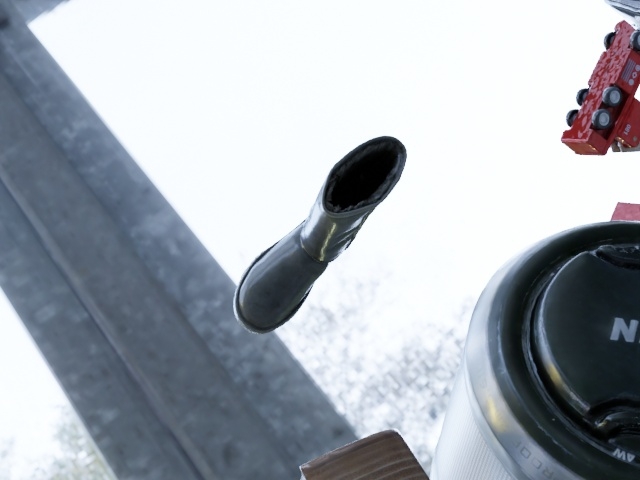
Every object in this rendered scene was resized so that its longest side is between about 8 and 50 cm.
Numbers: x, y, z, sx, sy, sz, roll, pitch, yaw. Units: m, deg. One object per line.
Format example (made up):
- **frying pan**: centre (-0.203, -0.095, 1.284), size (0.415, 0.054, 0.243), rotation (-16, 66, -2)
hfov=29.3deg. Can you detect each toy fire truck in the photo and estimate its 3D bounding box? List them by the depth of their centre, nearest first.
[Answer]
- **toy fire truck**: centre (0.304, -0.103, 1.181), size (0.135, 0.047, 0.192), rotation (32, -100, -27)

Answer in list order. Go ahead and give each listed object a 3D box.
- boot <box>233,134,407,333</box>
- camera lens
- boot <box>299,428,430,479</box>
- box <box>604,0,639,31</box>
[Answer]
- **boot**: centre (-0.002, -0.001, 1.173), size (0.189, 0.076, 0.208), rotation (-53, 5, -16)
- **camera lens**: centre (0.189, 0.138, 0.805), size (0.219, 0.219, 0.274), rotation (-25, -32, -22)
- **boot**: centre (-0.026, 0.253, 0.644), size (0.283, 0.220, 0.109), rotation (-22, -21, -11)
- **box**: centre (0.388, -0.099, 0.668), size (0.312, 0.343, 0.179), rotation (31, -83, -24)
